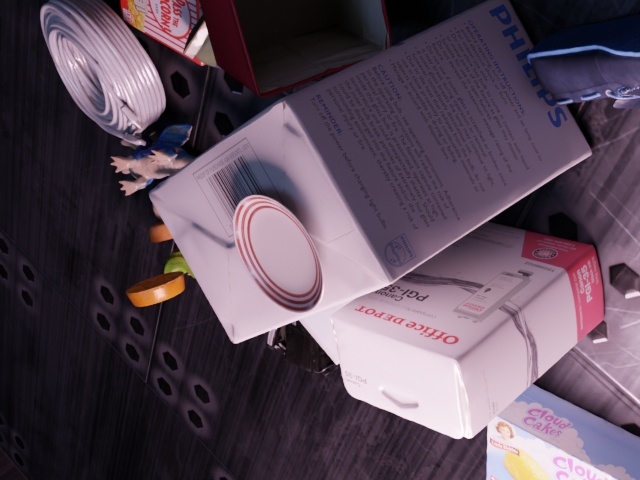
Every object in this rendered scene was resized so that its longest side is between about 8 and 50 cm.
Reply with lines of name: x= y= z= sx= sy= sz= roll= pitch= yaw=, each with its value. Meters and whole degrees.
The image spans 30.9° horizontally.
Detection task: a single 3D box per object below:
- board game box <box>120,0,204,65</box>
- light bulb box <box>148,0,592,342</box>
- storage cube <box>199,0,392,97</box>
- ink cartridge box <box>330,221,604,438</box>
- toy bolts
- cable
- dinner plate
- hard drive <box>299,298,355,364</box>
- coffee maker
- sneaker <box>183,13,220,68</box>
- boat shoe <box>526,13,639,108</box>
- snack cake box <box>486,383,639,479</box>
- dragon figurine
board game box: x=-0.232 y=-0.373 z=1.774 sx=0.193 sy=0.045 sz=0.146 roll=32 pitch=138 yaw=31
light bulb box: x=0.054 y=-0.080 z=1.387 sx=0.358 sy=0.361 sz=0.225 roll=-25 pitch=95 yaw=54
storage cube: x=-0.044 y=-0.311 z=1.431 sx=0.193 sy=0.184 sz=0.215 roll=-137 pitch=29 yaw=-62
ink cartridge box: x=0.184 y=0.098 z=1.434 sx=0.207 sy=0.283 sz=0.117 roll=16 pitch=128 yaw=43
toy bolts: x=-0.223 y=-0.005 z=1.938 sx=0.228 sy=0.218 sz=0.158 roll=-10 pitch=103 yaw=34
cable: x=-0.362 y=-0.292 z=1.923 sx=0.257 sy=0.089 sz=0.257 roll=20 pitch=139 yaw=56
dinner plate: x=-0.042 y=0.013 z=1.243 sx=0.141 sy=0.017 sz=0.141 roll=30 pitch=137 yaw=33
hard drive: x=0.000 y=0.000 z=1.701 sx=0.203 sy=0.040 sz=0.307 roll=-44 pitch=80 yaw=17
coffee maker: x=0.004 y=0.111 z=1.829 sx=0.171 sy=0.120 sz=0.178 roll=16 pitch=133 yaw=12
sneaker: x=-0.117 y=-0.320 z=1.673 sx=0.086 sy=0.064 sz=0.192 roll=29 pitch=130 yaw=-19
boat shoe: x=0.332 y=-0.185 z=1.220 sx=0.089 sy=0.109 sz=0.258 roll=63 pitch=162 yaw=-20
snack cake box: x=0.355 y=0.319 z=1.570 sx=0.264 sy=0.089 sz=0.152 roll=25 pitch=134 yaw=37
dragon figurine: x=-0.248 y=-0.140 z=1.933 sx=0.289 sy=0.144 sz=0.085 roll=-4 pitch=117 yaw=34
